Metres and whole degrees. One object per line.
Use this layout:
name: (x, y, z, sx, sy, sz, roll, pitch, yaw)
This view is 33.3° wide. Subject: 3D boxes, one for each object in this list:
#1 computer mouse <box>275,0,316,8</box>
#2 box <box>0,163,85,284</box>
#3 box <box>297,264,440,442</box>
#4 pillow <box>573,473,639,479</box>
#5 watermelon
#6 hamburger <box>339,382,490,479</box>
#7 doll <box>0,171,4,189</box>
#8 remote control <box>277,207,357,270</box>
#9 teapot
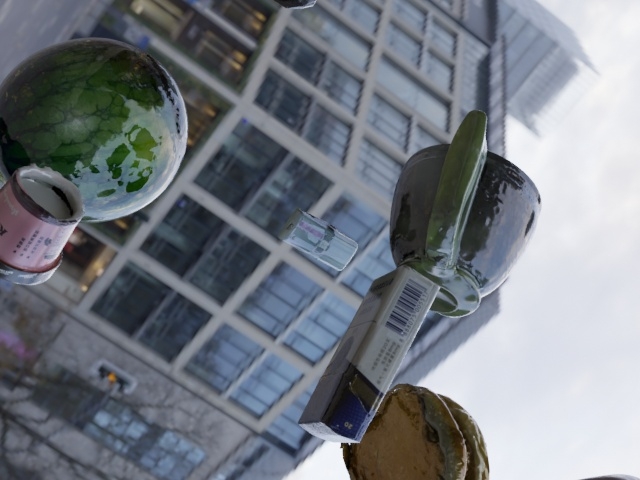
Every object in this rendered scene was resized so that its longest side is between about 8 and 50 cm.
computer mouse: (-0.063, -0.475, 1.969, 0.079, 0.135, 0.047, -48, 157, -34)
box: (-0.438, -0.030, 1.616, 0.135, 0.151, 0.151, -46, -164, 27)
box: (0.067, 0.169, 1.552, 0.259, 0.071, 0.168, -59, -173, -17)
pillow: (0.449, 0.432, 1.768, 0.179, 0.171, 0.075, -17, -111, 26)
watermelon: (-0.420, -0.194, 1.938, 0.363, 0.363, 0.363, -51, -166, 18)
hamburger: (0.183, 0.425, 2.045, 0.319, 0.158, 0.318, -11, -105, 46)
doll: (-0.635, -0.129, 1.804, 0.141, 0.296, 0.117, -34, 172, -37)
remote control: (0.000, 0.000, 1.832, 0.065, 0.166, 0.029, -55, -132, 6)
teapot: (0.233, -0.017, 1.692, 0.321, 0.239, 0.239, -44, -160, 57)
